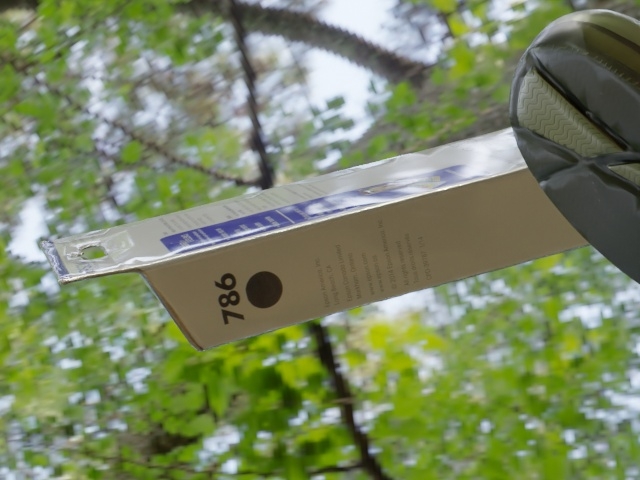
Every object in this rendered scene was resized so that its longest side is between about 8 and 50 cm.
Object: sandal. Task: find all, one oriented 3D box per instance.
[{"bbox_3d":[0.204,0.015,0.695,0.303,0.120,0.086,48,-126,-4],"label":"sandal"}]

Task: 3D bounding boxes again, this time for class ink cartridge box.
[{"bbox_3d":[0.000,0.000,1.085,0.333,0.165,0.065,-13,-79,-10],"label":"ink cartridge box"}]
